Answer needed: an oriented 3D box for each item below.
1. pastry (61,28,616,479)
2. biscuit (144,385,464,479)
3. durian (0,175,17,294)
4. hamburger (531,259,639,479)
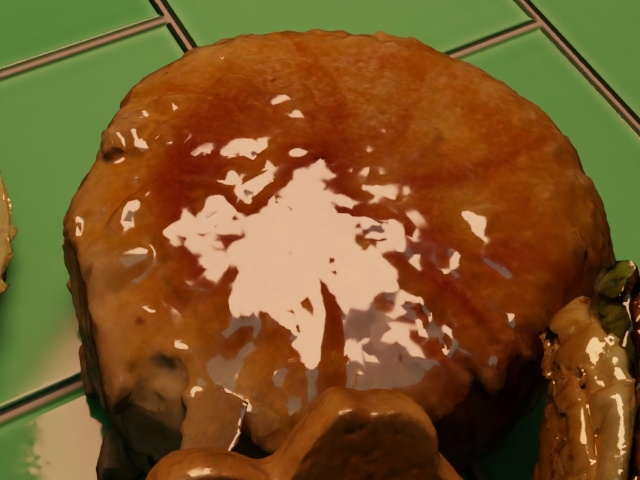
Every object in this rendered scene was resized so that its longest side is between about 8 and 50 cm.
[{"bbox_3d":[0.000,0.000,0.629,0.330,0.136,0.329,1,55,-2],"label":"pastry"},{"bbox_3d":[-0.030,0.177,0.493,0.249,0.035,0.184,-42,110,-2],"label":"biscuit"},{"bbox_3d":[-0.246,-0.027,0.629,0.144,0.139,0.252,5,48,-6],"label":"durian"},{"bbox_3d":[0.145,0.127,0.522,0.130,0.206,0.183,-10,49,25],"label":"hamburger"}]
